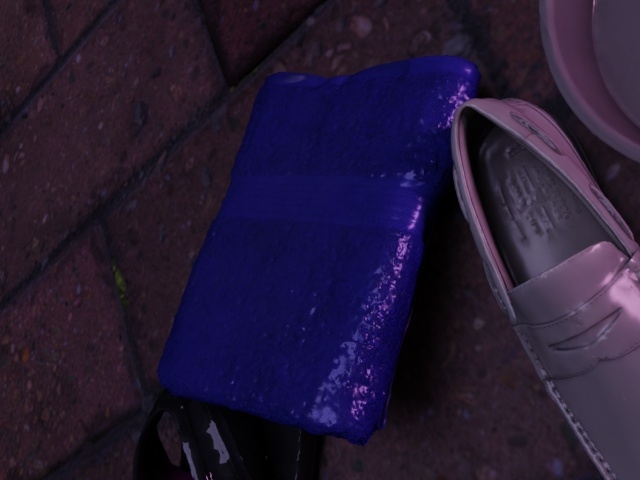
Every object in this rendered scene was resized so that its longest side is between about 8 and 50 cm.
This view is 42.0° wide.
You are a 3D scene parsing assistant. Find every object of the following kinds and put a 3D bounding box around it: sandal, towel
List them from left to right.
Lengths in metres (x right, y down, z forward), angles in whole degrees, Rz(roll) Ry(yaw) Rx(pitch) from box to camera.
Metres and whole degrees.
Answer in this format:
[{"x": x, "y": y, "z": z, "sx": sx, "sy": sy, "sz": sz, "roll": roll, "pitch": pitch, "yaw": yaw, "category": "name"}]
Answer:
[{"x": -0.098, "y": 0.244, "z": 0.734, "sx": 0.168, "sy": 0.107, "sz": 0.445, "roll": -2, "pitch": 80, "yaw": 41, "category": "sandal"}, {"x": 0.000, "y": 0.000, "z": 0.681, "sx": 0.228, "sy": 0.076, "sz": 0.308, "roll": 5, "pitch": 68, "yaw": 42, "category": "towel"}]

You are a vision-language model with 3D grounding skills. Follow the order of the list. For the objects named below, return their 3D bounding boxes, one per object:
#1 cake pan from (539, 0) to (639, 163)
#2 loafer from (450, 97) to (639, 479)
[{"x": 0.283, "y": -0.174, "z": 0.522, "sx": 0.293, "sy": 0.054, "sz": 0.293, "roll": -9, "pitch": 76, "yaw": 40, "category": "cake pan"}, {"x": 0.166, "y": 0.042, "z": 0.541, "sx": 0.112, "sy": 0.112, "sz": 0.319, "roll": -39, "pitch": 58, "yaw": 29, "category": "loafer"}]
